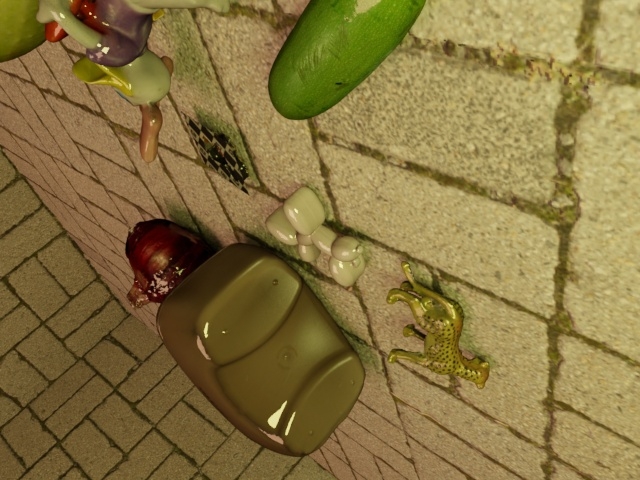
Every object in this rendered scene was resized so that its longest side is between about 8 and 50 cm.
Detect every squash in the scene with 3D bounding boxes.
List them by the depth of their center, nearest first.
[{"bbox_3d":[0.011,-0.177,0.546,0.082,0.082,0.292,48,156,-7],"label":"squash"}]

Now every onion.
[{"bbox_3d":[-0.348,0.069,1.338,0.252,0.219,0.252,44,164,16],"label":"onion"}]

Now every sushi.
[{"bbox_3d":[-0.157,-0.144,0.935,0.126,0.026,0.120,35,157,31],"label":"sushi"}]

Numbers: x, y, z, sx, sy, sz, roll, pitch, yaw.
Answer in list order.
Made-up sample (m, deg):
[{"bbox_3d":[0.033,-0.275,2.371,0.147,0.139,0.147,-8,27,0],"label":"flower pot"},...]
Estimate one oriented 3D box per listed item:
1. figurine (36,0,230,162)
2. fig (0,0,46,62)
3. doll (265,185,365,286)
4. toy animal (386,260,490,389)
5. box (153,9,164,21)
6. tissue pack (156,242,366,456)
[{"bbox_3d":[-0.210,-0.268,0.676,0.194,0.154,0.421,11,150,-21],"label":"figurine"},{"bbox_3d":[-0.453,-0.370,0.779,0.327,0.258,0.258,5,136,36],"label":"fig"},{"bbox_3d":[0.000,0.000,0.870,0.160,0.059,0.161,48,155,-6],"label":"doll"},{"bbox_3d":[0.165,0.120,0.805,0.136,0.073,0.181,19,133,31],"label":"toy animal"},{"bbox_3d":[-0.281,-0.334,0.832,0.156,0.022,0.089,7,135,53],"label":"box"},{"bbox_3d":[-0.120,0.202,1.121,0.387,0.267,0.277,55,157,-23],"label":"tissue pack"}]
